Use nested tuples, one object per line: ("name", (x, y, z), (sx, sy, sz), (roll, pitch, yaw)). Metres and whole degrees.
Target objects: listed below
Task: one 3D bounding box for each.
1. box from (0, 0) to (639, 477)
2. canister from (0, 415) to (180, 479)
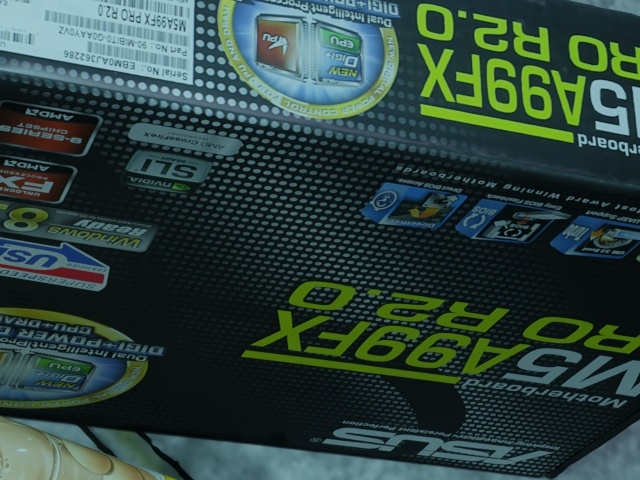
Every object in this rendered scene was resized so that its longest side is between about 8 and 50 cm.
("box", (0.000, 0.000, 0.540), (0.270, 0.216, 0.060), (10, 61, -19))
("canister", (-0.135, 0.100, 0.521), (0.170, 0.073, 0.126), (22, 59, -13))
